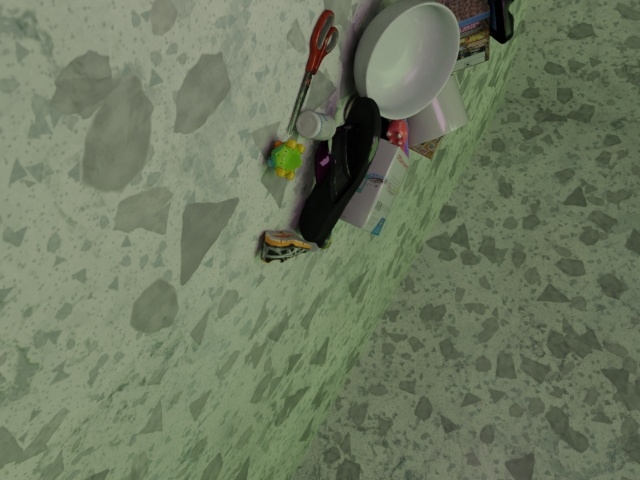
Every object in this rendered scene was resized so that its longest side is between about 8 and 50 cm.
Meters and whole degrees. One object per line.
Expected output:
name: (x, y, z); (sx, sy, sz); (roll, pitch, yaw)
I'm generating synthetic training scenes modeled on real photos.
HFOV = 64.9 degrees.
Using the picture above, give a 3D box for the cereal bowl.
cereal bowl: (0.228, -0.530, 1.447); (0.339, 0.141, 0.339); (-25, 140, -22)

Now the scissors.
scissors: (-0.030, -0.407, 1.220); (0.297, 0.021, 0.109); (-63, 162, -1)

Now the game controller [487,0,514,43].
game controller: (0.528, -0.704, 1.534); (0.319, 0.067, 0.167); (-78, 164, -59)

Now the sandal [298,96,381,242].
sandal: (0.036, -0.190, 1.411); (0.107, 0.167, 0.446); (10, 114, -36)

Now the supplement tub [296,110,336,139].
supplement tub: (-0.011, -0.297, 1.310); (0.107, 0.071, 0.071); (-18, 130, -64)

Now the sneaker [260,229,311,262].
sneaker: (-0.103, 0.022, 1.448); (0.215, 0.084, 0.083); (6, 111, -59)

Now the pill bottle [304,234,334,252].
pill bottle: (0.000, 0.000, 1.679); (0.116, 0.065, 0.065); (-19, 131, -63)

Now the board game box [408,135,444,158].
board game box: (0.368, -0.412, 1.911); (0.147, 0.193, 0.045); (-54, 166, -24)

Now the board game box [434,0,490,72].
board game box: (0.416, -0.677, 1.635); (0.291, 0.232, 0.141); (31, 46, -70)

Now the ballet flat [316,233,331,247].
ballet flat: (0.001, -0.035, 1.583); (0.203, 0.074, 0.074); (-71, 177, -67)

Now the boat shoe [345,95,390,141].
boat shoe: (0.178, -0.380, 1.632); (0.112, 0.095, 0.335); (-67, 159, 6)

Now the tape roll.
tape roll: (0.369, -0.447, 1.739); (0.246, 0.246, 0.169); (-39, 111, -49)

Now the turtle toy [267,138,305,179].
turtle toy: (-0.085, -0.203, 1.245); (0.095, 0.066, 0.130); (-68, 160, 7)

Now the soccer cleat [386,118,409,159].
soccer cleat: (0.269, -0.321, 1.692); (0.095, 0.083, 0.248); (-62, 156, -20)

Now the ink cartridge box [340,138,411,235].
ink cartridge box: (0.132, -0.184, 1.601); (0.270, 0.197, 0.198); (-66, 159, 3)
